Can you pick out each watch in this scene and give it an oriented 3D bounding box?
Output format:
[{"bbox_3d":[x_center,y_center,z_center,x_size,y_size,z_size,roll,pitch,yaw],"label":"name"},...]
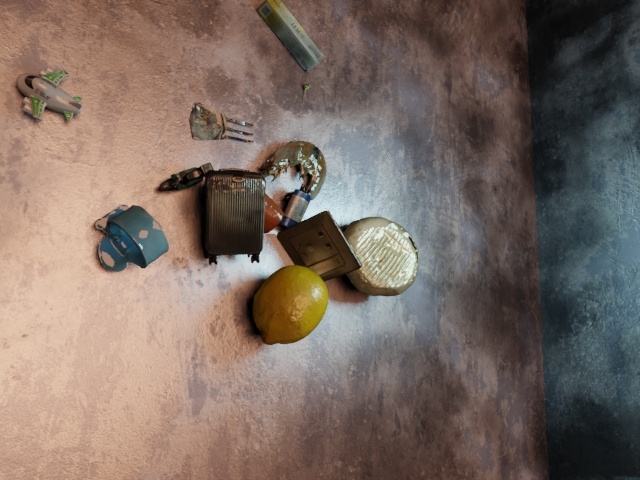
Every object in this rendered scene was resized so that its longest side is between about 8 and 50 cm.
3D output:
[{"bbox_3d":[-0.545,-0.016,1.335,0.211,0.193,0.211,7,78,-38],"label":"watch"}]

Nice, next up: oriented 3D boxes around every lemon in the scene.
[{"bbox_3d":[-0.108,0.225,1.592,0.245,0.245,0.320,47,60,-21],"label":"lemon"}]

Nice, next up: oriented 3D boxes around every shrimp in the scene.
[{"bbox_3d":[-0.103,-0.261,1.788,0.360,0.085,0.247,-25,104,-40],"label":"shrimp"}]

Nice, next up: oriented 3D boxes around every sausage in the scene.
[{"bbox_3d":[-0.250,-0.146,1.630,0.259,0.113,0.114,46,59,-23],"label":"sausage"}]

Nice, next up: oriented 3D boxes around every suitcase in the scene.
[{"bbox_3d":[-0.284,-0.079,1.511,0.202,0.128,0.312,0,105,-20],"label":"suitcase"}]

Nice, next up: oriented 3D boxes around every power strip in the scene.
[{"bbox_3d":[0.000,0.027,1.716,0.251,0.257,0.092,62,32,-9],"label":"power strip"}]

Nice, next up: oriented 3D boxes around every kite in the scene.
[{"bbox_3d":[-0.353,-0.411,1.657,0.245,0.015,0.141,6,80,-32],"label":"kite"}]

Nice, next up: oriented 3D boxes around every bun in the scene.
[{"bbox_3d":[0.225,0.074,1.893,0.359,0.211,0.360,7,73,-24],"label":"bun"}]

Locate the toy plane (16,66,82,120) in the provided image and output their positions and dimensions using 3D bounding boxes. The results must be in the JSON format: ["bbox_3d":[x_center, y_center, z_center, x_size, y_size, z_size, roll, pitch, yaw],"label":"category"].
[{"bbox_3d":[-0.770,-0.416,1.306,0.174,0.080,0.174,7,78,-33],"label":"toy plane"}]

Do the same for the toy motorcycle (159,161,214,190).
[{"bbox_3d":[-0.443,-0.204,1.502,0.173,0.100,0.058,-30,101,-37],"label":"toy motorcycle"}]

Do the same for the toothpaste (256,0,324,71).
[{"bbox_3d":[-0.119,-0.839,1.860,0.313,0.089,0.071,47,53,-21],"label":"toothpaste"}]

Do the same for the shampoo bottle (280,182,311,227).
[{"bbox_3d":[-0.088,-0.129,1.751,0.087,0.050,0.183,27,86,-45],"label":"shampoo bottle"}]

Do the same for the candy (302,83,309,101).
[{"bbox_3d":[-0.065,-0.614,1.907,0.023,0.025,0.083,12,83,-6],"label":"candy"}]
